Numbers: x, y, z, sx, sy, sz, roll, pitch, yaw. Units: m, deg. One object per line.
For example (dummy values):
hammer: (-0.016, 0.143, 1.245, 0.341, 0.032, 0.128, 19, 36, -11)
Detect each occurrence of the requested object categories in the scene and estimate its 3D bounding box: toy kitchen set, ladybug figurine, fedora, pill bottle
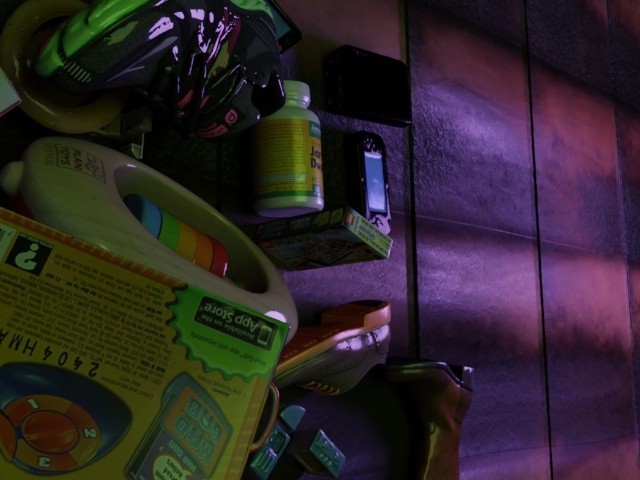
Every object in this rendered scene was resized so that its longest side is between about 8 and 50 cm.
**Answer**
toy kitchen set: (-0.049, 0.371, 1.230, 0.166, 0.122, 0.207, 53, 51, -26)
ladybug figurine: (-0.222, 0.034, 1.036, 0.449, 0.162, 0.305, 35, 17, -35)
toy kitchen set: (-0.285, -0.150, 1.103, 0.075, 0.083, 0.068, 12, 74, -44)
fedora: (-0.345, -0.226, 1.056, 0.194, 0.079, 0.194, 12, 74, -45)
pill bottle: (-0.057, -0.149, 1.313, 0.118, 0.118, 0.208, 4, 80, -45)

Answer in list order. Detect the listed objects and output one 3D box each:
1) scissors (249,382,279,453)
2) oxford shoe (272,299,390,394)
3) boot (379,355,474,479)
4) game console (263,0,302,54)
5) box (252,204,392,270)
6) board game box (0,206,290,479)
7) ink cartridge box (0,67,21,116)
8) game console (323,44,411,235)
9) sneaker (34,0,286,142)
scissors: (-0.131, 0.299, 1.003, 0.109, 0.021, 0.297, 29, 57, -20)
oxford shoe: (0.002, 0.203, 1.312, 0.364, 0.130, 0.132, -17, 103, -45)
boot: (0.190, 0.368, 1.526, 0.264, 0.096, 0.280, 20, 76, -50)
game console: (-0.105, -0.341, 1.333, 0.122, 0.107, 0.071, 45, 26, -32)
box: (0.000, 0.000, 1.282, 0.114, 0.207, 0.036, 35, 60, -35)
board game box: (-0.290, 0.214, 0.757, 0.357, 0.356, 0.356, 24, 64, -12)
ink cartridge box: (-0.436, -0.137, 0.883, 0.127, 0.175, 0.072, -50, 121, -38)
game console: (0.102, -0.187, 1.536, 0.213, 0.044, 0.361, 1, 83, -45)
sneaker: (-0.166, -0.232, 1.063, 0.483, 0.185, 0.202, -24, 91, -62)
